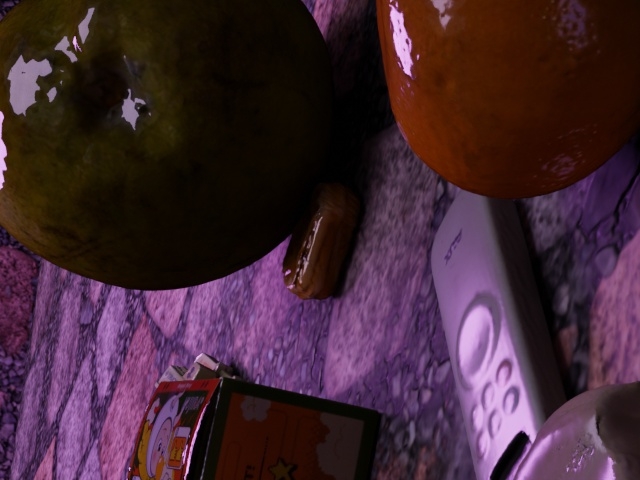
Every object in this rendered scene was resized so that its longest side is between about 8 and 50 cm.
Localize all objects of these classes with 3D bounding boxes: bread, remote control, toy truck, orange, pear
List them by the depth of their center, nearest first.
[{"bbox_3d":[0.119,-0.144,0.910,0.240,0.171,0.240,-8,-90,-90],"label":"orange"},{"bbox_3d":[0.118,0.083,0.976,0.309,0.038,0.090,-97,27,-46],"label":"remote control"},{"bbox_3d":[0.000,0.000,1.375,0.083,0.044,0.110,-132,60,-73],"label":"bread"},{"bbox_3d":[-0.150,-0.113,1.438,0.413,0.352,0.351,23,-99,-82],"label":"pear"},{"bbox_3d":[-0.123,0.171,1.565,0.100,0.077,0.169,-61,16,1],"label":"toy truck"}]

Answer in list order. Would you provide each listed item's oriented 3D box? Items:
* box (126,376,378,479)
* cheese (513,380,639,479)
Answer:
[{"bbox_3d":[-0.067,0.210,1.252,0.195,0.148,0.177,165,118,-69],"label":"box"},{"bbox_3d":[0.168,0.181,0.699,0.286,0.082,0.163,-126,52,-63],"label":"cheese"}]
